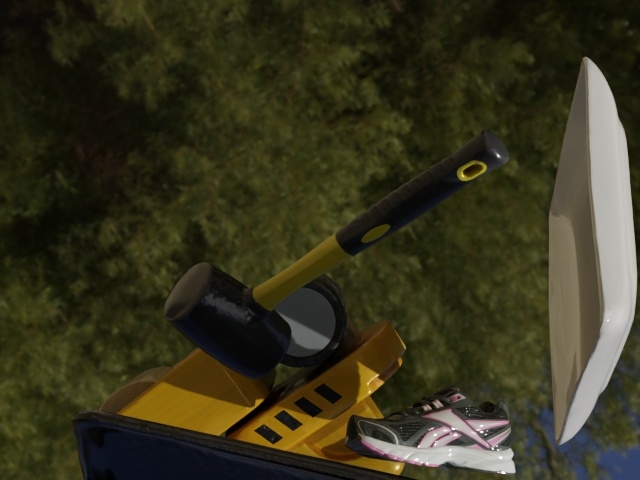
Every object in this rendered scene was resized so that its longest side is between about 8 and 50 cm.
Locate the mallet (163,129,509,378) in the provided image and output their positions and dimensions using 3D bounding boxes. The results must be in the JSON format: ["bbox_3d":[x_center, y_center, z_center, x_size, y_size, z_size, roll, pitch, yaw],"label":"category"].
[{"bbox_3d":[0.000,0.000,0.502,0.190,0.062,0.039,-41,-151,33],"label":"mallet"}]

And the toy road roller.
[{"bbox_3d":[-0.053,0.193,1.168,0.329,0.240,0.202,-34,180,1],"label":"toy road roller"}]

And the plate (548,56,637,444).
[{"bbox_3d":[0.252,0.019,1.010,0.045,0.277,0.278,3,-121,5],"label":"plate"}]

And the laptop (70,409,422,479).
[{"bbox_3d":[0.144,0.167,0.521,0.408,0.382,0.236,-30,-129,-29],"label":"laptop"}]

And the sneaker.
[{"bbox_3d":[0.102,0.171,0.998,0.072,0.178,0.077,-12,-112,57],"label":"sneaker"}]
